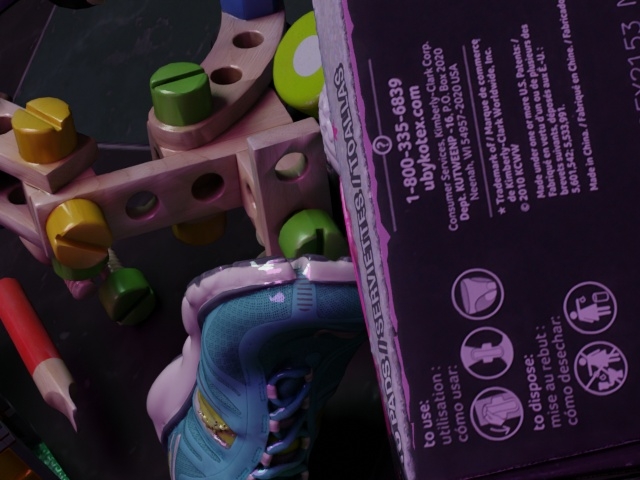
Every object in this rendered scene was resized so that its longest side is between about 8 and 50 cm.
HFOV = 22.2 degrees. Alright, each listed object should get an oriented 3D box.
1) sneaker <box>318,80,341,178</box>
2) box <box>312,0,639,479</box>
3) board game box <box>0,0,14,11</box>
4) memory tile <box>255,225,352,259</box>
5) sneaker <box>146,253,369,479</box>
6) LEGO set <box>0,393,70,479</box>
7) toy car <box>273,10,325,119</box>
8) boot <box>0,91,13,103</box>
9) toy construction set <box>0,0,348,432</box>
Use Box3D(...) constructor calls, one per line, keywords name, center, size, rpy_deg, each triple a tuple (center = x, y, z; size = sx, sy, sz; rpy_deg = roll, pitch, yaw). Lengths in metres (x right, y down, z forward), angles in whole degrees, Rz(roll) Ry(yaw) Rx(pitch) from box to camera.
Box3D(name="sneaker", center=(0.183, -0.045, 0.787), size=(0.366, 0.210, 0.137), rpy_deg=(-20, 43, -10))
Box3D(name="box", center=(0.086, -0.037, 0.588), size=(0.163, 0.142, 0.247), rpy_deg=(-9, 78, 0))
Box3D(name="board game box", center=(-0.286, -0.308, 1.366), size=(0.347, 0.208, 0.056), rpy_deg=(-31, 47, 27))
Box3D(name="memory tile", center=(0.000, 0.000, 1.029), size=(0.113, 0.012, 0.148), rpy_deg=(-14, 55, 39))
Box3D(name="sneaker", center=(-0.025, 0.090, 0.874), size=(0.275, 0.107, 0.110), rpy_deg=(115, 152, -57))
Box3D(name="LEGO set", center=(-0.315, 0.122, 1.048), size=(0.255, 0.192, 0.331), rpy_deg=(-31, 53, -2))
Box3D(name="toy car", center=(0.035, -0.136, 0.856), size=(0.149, 0.155, 0.188), rpy_deg=(-52, 47, 15))
Box3D(name="boot", center=(-0.308, -0.066, 1.367), size=(0.106, 0.037, 0.114), rpy_deg=(-6, 66, 45))
Box3D(name="toy construction set", center=(-0.103, -0.010, 0.986), size=(0.237, 0.257, 0.309), rpy_deg=(53, 132, 41))
